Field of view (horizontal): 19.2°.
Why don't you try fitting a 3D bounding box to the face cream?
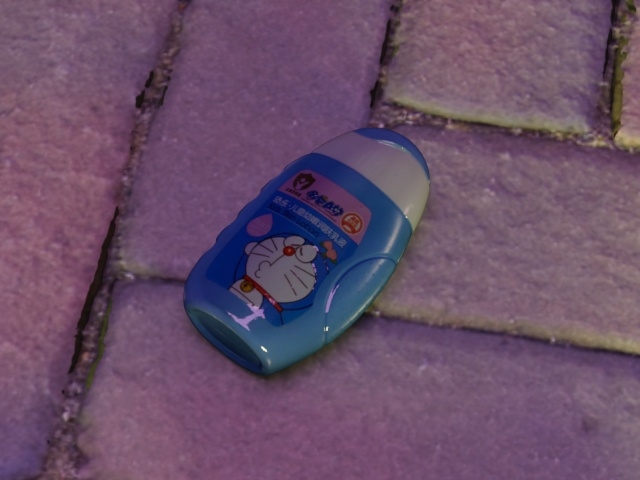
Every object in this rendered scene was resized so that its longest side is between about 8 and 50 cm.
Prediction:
[{"bbox_3d":[0.000,0.000,1.717,0.149,0.083,0.264,36,66,15],"label":"face cream"}]
